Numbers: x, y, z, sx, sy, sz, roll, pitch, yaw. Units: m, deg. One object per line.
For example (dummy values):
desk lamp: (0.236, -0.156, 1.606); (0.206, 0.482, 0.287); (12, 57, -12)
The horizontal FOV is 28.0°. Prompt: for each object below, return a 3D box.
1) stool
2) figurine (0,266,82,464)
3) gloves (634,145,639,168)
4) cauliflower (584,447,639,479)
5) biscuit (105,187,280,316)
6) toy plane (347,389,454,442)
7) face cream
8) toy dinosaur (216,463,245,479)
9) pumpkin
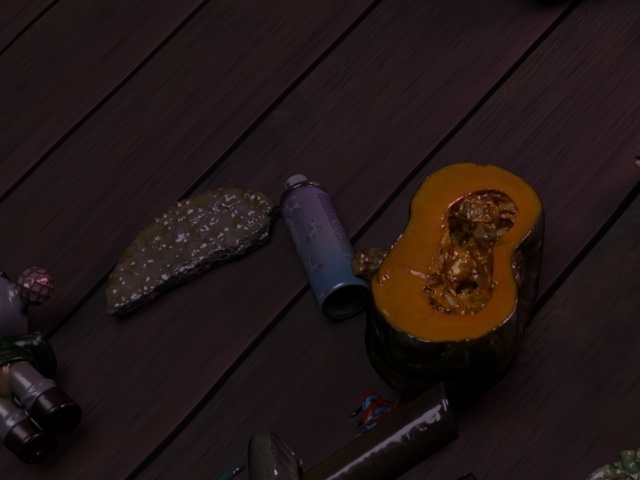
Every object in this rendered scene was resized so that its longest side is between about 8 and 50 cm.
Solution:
stool: (0.077, 0.350, 1.311); (0.226, 0.310, 0.310); (-17, 52, 5)
figurine: (-0.470, 0.156, 1.775); (0.281, 0.167, 0.370); (-50, 57, 2)
gloves: (0.475, -0.091, 1.596); (0.144, 0.094, 0.110); (15, 57, 49)
cauliflower: (0.345, 0.329, 1.236); (0.260, 0.281, 0.327); (-7, 52, -17)
biscuit: (-0.193, -0.001, 1.848); (0.289, 0.038, 0.141); (-29, 49, -1)
toy plane: (0.070, 0.239, 1.539); (0.130, 0.061, 0.189); (28, 57, 35)
face cream: (0.000, 0.000, 1.743); (0.075, 0.075, 0.229); (-26, 49, 4)
toy dinosaur: (-0.194, 0.486, 1.474); (0.383, 0.129, 0.331); (-29, 61, 0)
pumpkin: (0.149, 0.046, 1.571); (0.221, 0.139, 0.317); (10, 51, 17)
